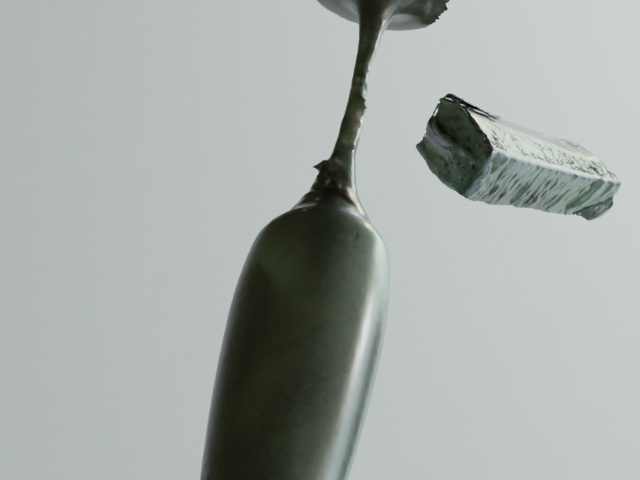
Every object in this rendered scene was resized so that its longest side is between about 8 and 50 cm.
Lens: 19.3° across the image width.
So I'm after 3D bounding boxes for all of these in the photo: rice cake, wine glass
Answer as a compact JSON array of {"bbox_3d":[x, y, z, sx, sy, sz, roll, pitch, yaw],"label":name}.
[{"bbox_3d":[0.103,-0.038,0.935,0.043,0.034,0.211,48,-163,19],"label":"rice cake"},{"bbox_3d":[0.000,0.000,0.740,0.074,0.074,0.262,6,-118,11],"label":"wine glass"}]
